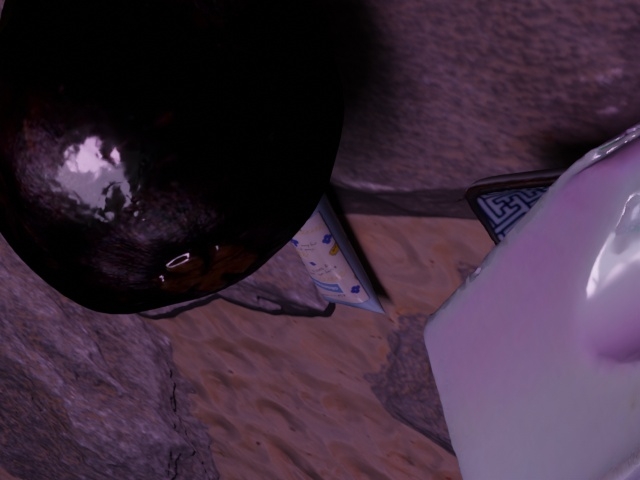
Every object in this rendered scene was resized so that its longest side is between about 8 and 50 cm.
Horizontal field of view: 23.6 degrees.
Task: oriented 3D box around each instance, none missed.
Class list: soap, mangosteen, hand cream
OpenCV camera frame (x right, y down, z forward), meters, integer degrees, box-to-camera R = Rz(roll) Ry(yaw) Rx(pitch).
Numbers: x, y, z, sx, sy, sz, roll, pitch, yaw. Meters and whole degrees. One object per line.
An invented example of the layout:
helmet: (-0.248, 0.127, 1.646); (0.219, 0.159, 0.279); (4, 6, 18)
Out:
soap: (0.264, 0.013, 0.704); (0.446, 0.156, 0.261); (-32, 147, 29)
mangosteen: (-0.124, -0.108, 1.059); (0.302, 0.275, 0.275); (65, 156, 20)
hand cream: (0.000, 0.000, 1.249); (0.065, 0.043, 0.171); (13, 146, 37)

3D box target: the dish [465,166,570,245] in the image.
dish: (0.234, -0.002, 0.962); (0.243, 0.080, 0.182); (-5, 130, 50)
